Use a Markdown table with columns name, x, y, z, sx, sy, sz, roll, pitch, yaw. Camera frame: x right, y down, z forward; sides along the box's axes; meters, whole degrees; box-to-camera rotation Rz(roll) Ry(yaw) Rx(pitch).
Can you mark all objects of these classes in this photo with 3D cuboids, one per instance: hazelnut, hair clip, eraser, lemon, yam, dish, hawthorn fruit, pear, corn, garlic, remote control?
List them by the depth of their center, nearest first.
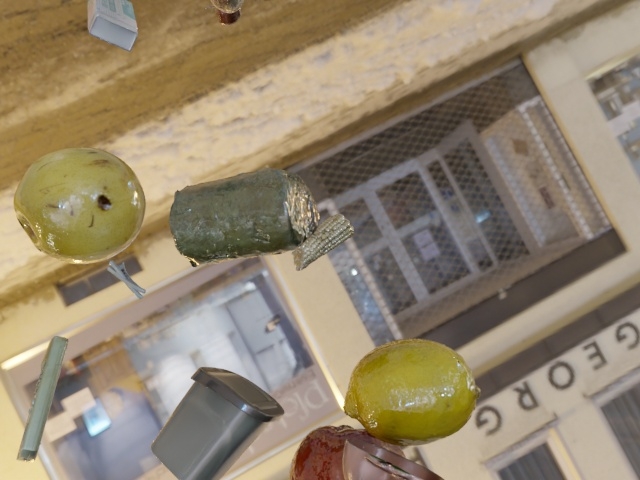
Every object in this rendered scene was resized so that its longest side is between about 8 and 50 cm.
| name | x | y | z | sx | sy | sz | roll | pitch | yaw |
| --- | --- | --- | --- | --- | --- | --- | --- | --- | --- |
| remote control | -0.527 | 0.299 | 1.344 | 0.038 | 0.233 | 0.098 | 16 | 146 | -20 |
| dish | 0.130 | 0.461 | 1.348 | 0.213 | 0.213 | 0.090 | 125 | -12 | -84 |
| lemon | 0.194 | 0.321 | 1.508 | 0.263 | 0.235 | 0.236 | 16 | 167 | -10 |
| eraser | -0.462 | -0.494 | 1.567 | 0.096 | 0.225 | 0.052 | 19 | 116 | -29 |
| yam | -0.164 | -0.055 | 1.581 | 0.300 | 0.195 | 0.195 | -9 | -177 | 18 |
| hair clip | -0.444 | 0.089 | 1.647 | 0.039 | 0.115 | 0.030 | -25 | 152 | -50 |
| hawthorn fruit | 0.066 | 0.576 | 1.659 | 0.295 | 0.295 | 0.311 | -28 | -147 | 10 |
| garlic | -0.266 | -0.684 | 1.934 | 0.198 | 0.129 | 0.090 | 96 | 17 | -70 |
| corn | 0.000 | 0.000 | 1.990 | 0.211 | 0.087 | 0.087 | -33 | 180 | -27 |
| pear | -0.676 | -0.097 | 1.998 | 0.348 | 0.348 | 0.348 | -27 | 177 | -1 |
| hazelnut | -0.287 | -0.714 | 2.193 | 0.086 | 0.086 | 0.086 | -27 | 177 | -1 |

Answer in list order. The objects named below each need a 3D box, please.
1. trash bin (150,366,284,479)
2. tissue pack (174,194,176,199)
| name | x | y | z | sx | sy | sz | roll | pitch | yaw |
| --- | --- | --- | --- | --- | --- | --- | --- | --- | --- |
| trash bin | -0.258 | 0.455 | 1.728 | 0.250 | 0.219 | 0.220 | -52 | 160 | 1 |
| tissue pack | -0.324 | -0.067 | 1.783 | 0.085 | 0.079 | 0.111 | -9 | -150 | -6 |
